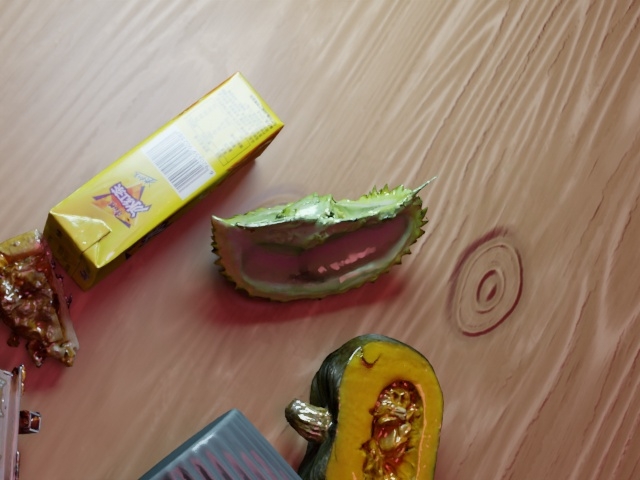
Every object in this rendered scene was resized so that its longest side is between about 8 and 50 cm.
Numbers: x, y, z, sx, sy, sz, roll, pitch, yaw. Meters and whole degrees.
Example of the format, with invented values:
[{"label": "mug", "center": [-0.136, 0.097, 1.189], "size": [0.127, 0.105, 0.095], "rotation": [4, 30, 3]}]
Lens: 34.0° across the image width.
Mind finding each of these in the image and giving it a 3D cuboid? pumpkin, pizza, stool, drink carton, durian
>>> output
[{"label": "pumpkin", "center": [0.052, 0.292, 1.539], "size": [0.221, 0.139, 0.317], "rotation": [19, 75, -20]}, {"label": "pizza", "center": [-0.398, 0.096, 1.427], "size": [0.154, 0.069, 0.194], "rotation": [-37, 97, -6]}, {"label": "stool", "center": [-0.107, 0.423, 1.367], "size": [0.297, 0.297, 0.330], "rotation": [-37, 88, -24]}, {"label": "drink carton", "center": [-0.227, -0.084, 1.502], "size": [0.351, 0.154, 0.111], "rotation": [-42, 91, -24]}, {"label": "durian", "center": [0.001, 0.001, 1.563], "size": [0.355, 0.169, 0.158], "rotation": [-11, 80, -21]}]

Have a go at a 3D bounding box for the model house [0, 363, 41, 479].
[{"label": "model house", "center": [-0.478, 0.262, 1.357], "size": [0.207, 0.154, 0.294], "rotation": [-10, 68, 20]}]
